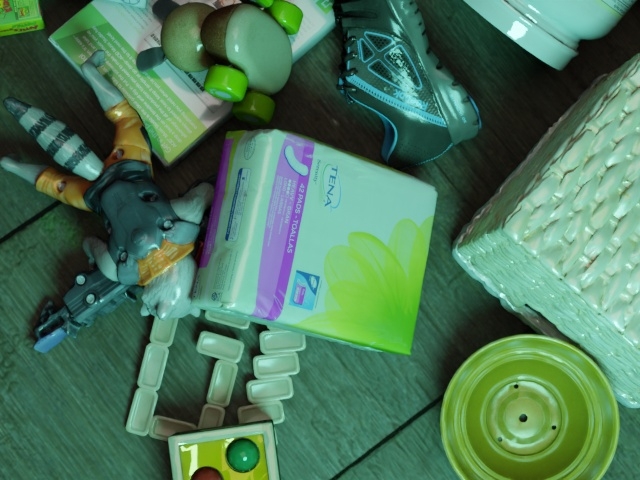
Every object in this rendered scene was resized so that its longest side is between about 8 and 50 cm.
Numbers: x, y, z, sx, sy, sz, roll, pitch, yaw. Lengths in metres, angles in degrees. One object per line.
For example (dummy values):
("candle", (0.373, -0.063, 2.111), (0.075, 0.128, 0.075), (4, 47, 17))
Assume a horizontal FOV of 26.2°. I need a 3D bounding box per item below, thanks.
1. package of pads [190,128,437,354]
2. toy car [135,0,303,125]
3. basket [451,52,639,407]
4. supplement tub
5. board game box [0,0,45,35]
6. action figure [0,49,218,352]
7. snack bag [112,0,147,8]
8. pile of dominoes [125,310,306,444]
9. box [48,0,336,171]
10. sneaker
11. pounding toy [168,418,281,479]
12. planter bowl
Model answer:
("package of pads", (0.000, 0.000, 1.674), (0.297, 0.101, 0.229), (18, 79, -38))
("toy car", (-0.141, -0.245, 1.719), (0.188, 0.149, 0.155), (10, 76, 27))
("basket", (0.392, -0.012, 1.681), (0.328, 0.266, 0.331), (41, 83, 2))
("supplement tub", (0.326, -0.399, 1.708), (0.235, 0.235, 0.325), (39, 106, 3))
("board game box", (-0.421, -0.360, 1.797), (0.092, 0.043, 0.181), (-11, 82, -4))
("action figure", (-0.273, -0.017, 1.673), (0.341, 0.178, 0.330), (-43, 73, 4))
("snack bag", (-0.344, -0.472, 1.670), (0.323, 0.037, 0.342), (15, 123, 2))
("pile of dominoes", (-0.121, 0.144, 1.753), (0.196, 0.040, 0.251), (15, 89, -1))
("box", (-0.156, -0.278, 1.795), (0.322, 0.058, 0.232), (-42, 86, -9))
("sneaker", (0.069, -0.247, 1.739), (0.140, 0.125, 0.340), (-32, 101, 3))
("pounding toy", (-0.134, 0.334, 1.676), (0.181, 0.094, 0.206), (-8, 85, -2))
("planter bowl", (0.257, 0.225, 1.718), (0.217, 0.090, 0.217), (0, 86, 3))
